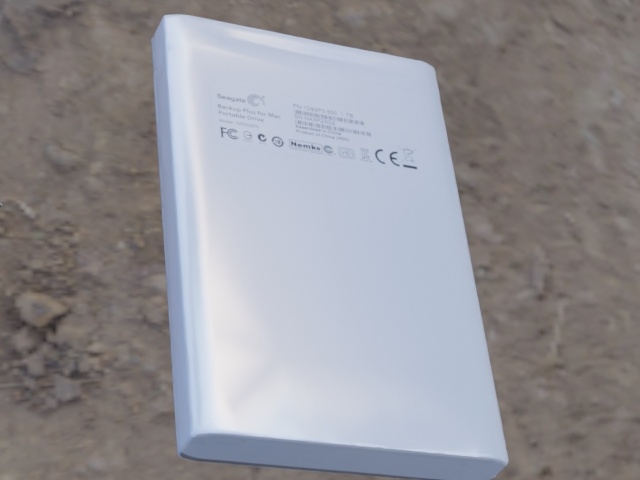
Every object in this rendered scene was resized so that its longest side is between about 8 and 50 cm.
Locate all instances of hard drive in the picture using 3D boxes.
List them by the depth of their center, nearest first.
[{"bbox_3d":[0.000,0.000,1.016,0.040,0.203,0.308,126,145,-49],"label":"hard drive"}]

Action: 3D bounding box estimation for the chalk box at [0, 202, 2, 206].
[{"bbox_3d":[-0.313,-0.020,0.878,0.132,0.213,0.132,-25,92,47],"label":"chalk box"}]
